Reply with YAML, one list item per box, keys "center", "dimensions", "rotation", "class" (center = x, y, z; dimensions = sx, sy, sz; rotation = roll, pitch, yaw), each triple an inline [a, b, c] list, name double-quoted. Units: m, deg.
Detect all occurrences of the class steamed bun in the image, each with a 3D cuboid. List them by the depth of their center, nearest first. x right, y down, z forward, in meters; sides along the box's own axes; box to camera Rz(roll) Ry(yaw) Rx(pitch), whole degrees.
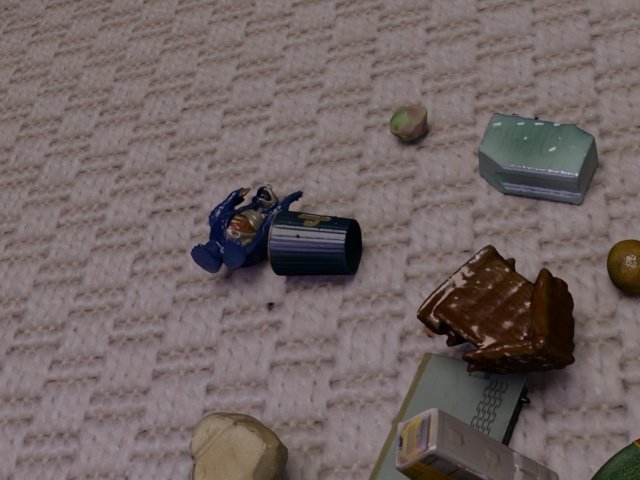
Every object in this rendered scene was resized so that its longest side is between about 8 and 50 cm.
- center: [-0.136, 0.374, 1.557]
  dimensions: [0.231, 0.110, 0.212]
  rotation: [-52, 36, 16]
  class: "steamed bun"

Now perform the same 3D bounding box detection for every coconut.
- center: [0.187, -0.248, 1.991]
  dimensions: [0.082, 0.081, 0.083]
  rotation: [-1, 23, -23]
  class: "coconut"

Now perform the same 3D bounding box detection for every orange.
- center: [0.524, 0.042, 1.576]
  dimensions: [0.085, 0.085, 0.095]
  rotation: [-18, 50, 8]
  class: "orange"

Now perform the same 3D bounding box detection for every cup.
- center: [0.000, 0.000, 1.836]
  dimensions: [0.155, 0.131, 0.176]
  rotation: [4, 28, 22]
  class: "cup"

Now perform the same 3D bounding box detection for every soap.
- center: [0.409, -0.163, 1.805]
  dimensions: [0.230, 0.091, 0.145]
  rotation: [11, 56, 30]
  class: "soap"

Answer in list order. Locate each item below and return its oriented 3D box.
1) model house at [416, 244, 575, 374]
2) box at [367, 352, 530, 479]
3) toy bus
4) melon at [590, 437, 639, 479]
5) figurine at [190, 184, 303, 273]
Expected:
- center: [0.314, 0.138, 1.513]
  dimensions: [0.219, 0.199, 0.229]
  rotation: [-46, 49, -2]
  class: "model house"
- center: [0.210, 0.317, 1.502]
  dimensions: [0.210, 0.045, 0.270]
  rotation: [8, 55, 29]
  class: "box"
- center: [0.228, 0.330, 1.328]
  dimensions: [0.106, 0.268, 0.092]
  rotation: [-39, 29, 40]
  class: "toy bus"
- center: [0.493, 0.343, 1.258]
  dimensions: [0.287, 0.182, 0.182]
  rotation: [-21, 46, 3]
  class: "melon"
- center: [-0.152, -0.022, 1.927]
  dimensions: [0.164, 0.121, 0.262]
  rotation: [13, 42, 33]
  class: "figurine"
